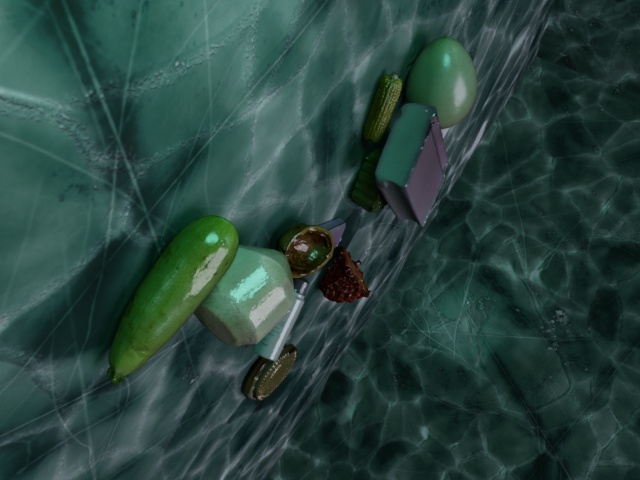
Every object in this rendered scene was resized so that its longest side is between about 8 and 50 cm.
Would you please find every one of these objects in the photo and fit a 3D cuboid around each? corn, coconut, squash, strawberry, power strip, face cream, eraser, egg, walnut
[{"bbox_3d":[0.179,-0.382,1.296,0.068,0.068,0.207,-32,147,-52],"label":"corn"},{"bbox_3d":[-0.162,0.112,1.005,0.234,0.224,0.224,-45,157,-38],"label":"coconut"},{"bbox_3d":[-0.289,0.107,0.839,0.370,0.118,0.118,-52,160,-5],"label":"squash"},{"bbox_3d":[0.081,0.153,1.767,0.178,0.234,0.234,-30,164,11],"label":"strawberry"},{"bbox_3d":[0.000,0.000,1.479,0.279,0.037,0.109,-25,142,-57],"label":"power strip"},{"bbox_3d":[-0.114,0.229,1.448,0.311,0.092,0.092,-65,161,-4],"label":"face cream"},{"bbox_3d":[0.301,-0.229,1.432,0.272,0.122,0.359,-66,154,-5],"label":"eraser"},{"bbox_3d":[0.375,-0.488,1.394,0.218,0.218,0.295,-48,147,-27],"label":"egg"},{"bbox_3d":[-0.057,0.020,1.286,0.211,0.087,0.167,13,106,-53],"label":"walnut"}]

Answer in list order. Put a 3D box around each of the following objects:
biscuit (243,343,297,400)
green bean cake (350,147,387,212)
[{"bbox_3d":[-0.188,0.500,1.710,0.259,0.079,0.259,-48,158,-27],"label":"biscuit"},{"bbox_3d":[0.205,-0.212,1.545,0.200,0.113,0.214,-24,140,-60],"label":"green bean cake"}]
